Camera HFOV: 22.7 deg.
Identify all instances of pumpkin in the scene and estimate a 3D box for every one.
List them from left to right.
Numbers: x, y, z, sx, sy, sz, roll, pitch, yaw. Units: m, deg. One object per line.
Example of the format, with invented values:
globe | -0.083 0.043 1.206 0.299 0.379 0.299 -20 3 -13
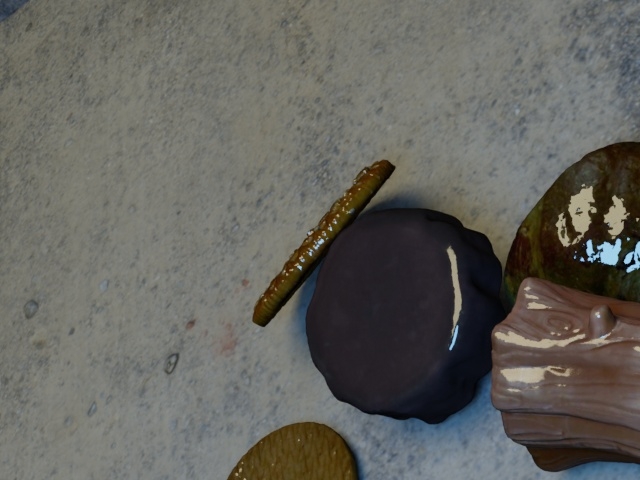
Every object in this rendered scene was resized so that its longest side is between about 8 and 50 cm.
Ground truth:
pumpkin | 0.354 0.004 1.930 0.312 0.148 0.169 -48 33 11

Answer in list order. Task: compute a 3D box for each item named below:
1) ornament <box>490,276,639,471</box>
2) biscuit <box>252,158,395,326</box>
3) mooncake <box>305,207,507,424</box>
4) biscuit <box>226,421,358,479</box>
ornament | 0.340 0.157 1.787 0.217 0.221 0.235 6 105 44
biscuit | 0.000 0.000 2.248 0.305 0.038 0.305 -50 -2 -2
mooncake | 0.120 0.097 2.054 0.283 0.141 0.283 -12 72 43
biscuit | -0.048 0.366 2.137 0.262 0.037 0.262 -27 44 29
